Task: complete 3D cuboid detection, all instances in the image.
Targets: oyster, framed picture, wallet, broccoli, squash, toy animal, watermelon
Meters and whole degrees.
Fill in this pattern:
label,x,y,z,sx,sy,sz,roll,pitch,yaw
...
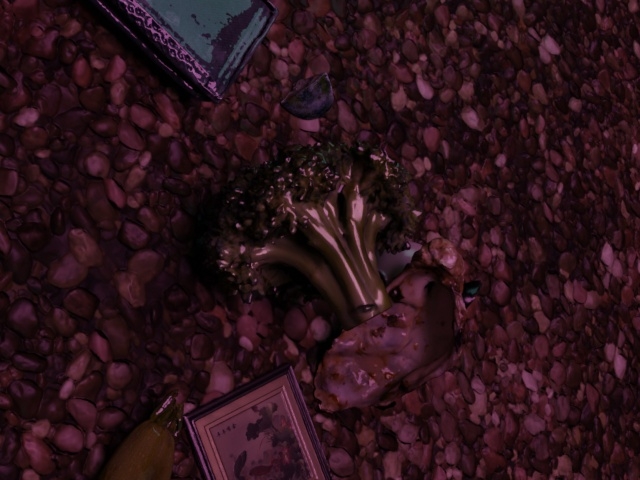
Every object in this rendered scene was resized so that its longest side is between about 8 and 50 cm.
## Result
label,x,y,z,sx,sy,sz,roll,pitch,yaw
oyster,0.103,0.133,1.425,0.166,0.294,0.094,56,16,0
framed picture,-0.081,0.291,1.368,0.195,0.010,0.199,-22,93,-40
wallet,-0.224,-0.369,1.374,0.342,0.075,0.237,43,50,-21
broccoli,-0.004,-0.013,1.359,0.260,0.288,0.235,55,14,-16
squash,-0.238,0.330,1.183,0.094,0.094,0.341,31,64,-30
toy animal,0.142,0.078,1.528,0.179,0.138,0.166,40,47,-16
watermelon,-0.017,-0.223,1.531,0.085,0.085,0.061,-3,52,-39
